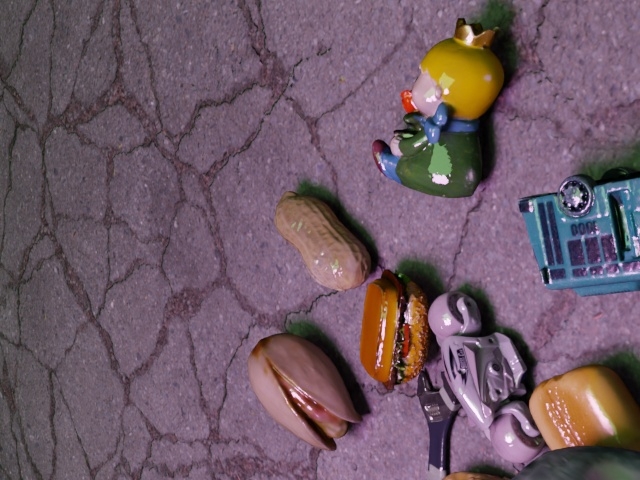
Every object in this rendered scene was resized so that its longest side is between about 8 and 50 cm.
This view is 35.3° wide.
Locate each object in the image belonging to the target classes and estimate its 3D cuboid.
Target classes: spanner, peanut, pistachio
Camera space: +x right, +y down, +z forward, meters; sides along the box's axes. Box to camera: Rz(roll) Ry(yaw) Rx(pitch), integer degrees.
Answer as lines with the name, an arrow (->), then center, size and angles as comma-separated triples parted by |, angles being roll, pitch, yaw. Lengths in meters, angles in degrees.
spanner -> 0.170, 0.341, 1.493 | 0.087, 0.024, 0.315 | 13, 106, 48
peanut -> 0.000, 0.000, 1.583 | 0.214, 0.090, 0.098 | 52, 159, 32
pistachio -> -0.031, 0.238, 1.610 | 0.215, 0.144, 0.144 | 42, 125, 29

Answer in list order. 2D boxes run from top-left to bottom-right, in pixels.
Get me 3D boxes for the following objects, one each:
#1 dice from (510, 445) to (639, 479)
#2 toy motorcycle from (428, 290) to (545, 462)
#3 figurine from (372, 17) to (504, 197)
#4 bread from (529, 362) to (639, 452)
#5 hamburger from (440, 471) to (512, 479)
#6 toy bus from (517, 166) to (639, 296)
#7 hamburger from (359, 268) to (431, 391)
dice -> 0.299, 0.446, 1.076 | 0.348, 0.330, 0.328 | 27, 129, 24
toy motorcycle -> 0.214, 0.183, 1.357 | 0.112, 0.112, 0.254 | -47, 60, 40
figurine -> 0.159, -0.186, 1.369 | 0.185, 0.127, 0.234 | 26, 124, 51
bread -> 0.345, 0.235, 1.236 | 0.134, 0.085, 0.173 | -46, 64, 47
hamburger -> 0.177, 0.412, 1.399 | 0.155, 0.135, 0.207 | 24, 110, 31
toy bus -> 0.367, -0.017, 1.148 | 0.256, 0.128, 0.147 | -12, 88, 46
hamburger -> 0.112, 0.126, 1.466 | 0.137, 0.087, 0.165 | -127, 42, -70
